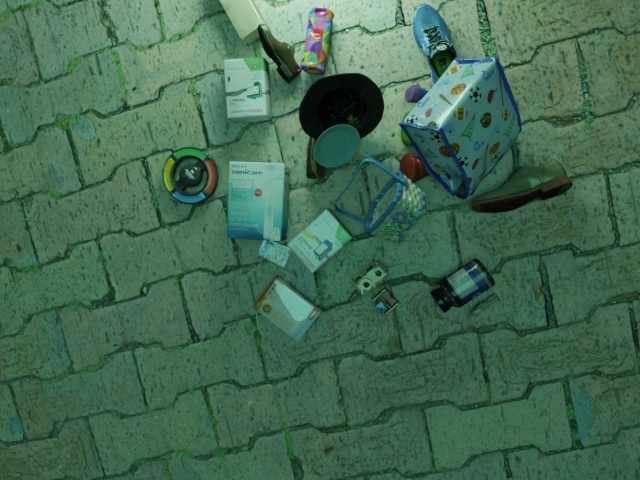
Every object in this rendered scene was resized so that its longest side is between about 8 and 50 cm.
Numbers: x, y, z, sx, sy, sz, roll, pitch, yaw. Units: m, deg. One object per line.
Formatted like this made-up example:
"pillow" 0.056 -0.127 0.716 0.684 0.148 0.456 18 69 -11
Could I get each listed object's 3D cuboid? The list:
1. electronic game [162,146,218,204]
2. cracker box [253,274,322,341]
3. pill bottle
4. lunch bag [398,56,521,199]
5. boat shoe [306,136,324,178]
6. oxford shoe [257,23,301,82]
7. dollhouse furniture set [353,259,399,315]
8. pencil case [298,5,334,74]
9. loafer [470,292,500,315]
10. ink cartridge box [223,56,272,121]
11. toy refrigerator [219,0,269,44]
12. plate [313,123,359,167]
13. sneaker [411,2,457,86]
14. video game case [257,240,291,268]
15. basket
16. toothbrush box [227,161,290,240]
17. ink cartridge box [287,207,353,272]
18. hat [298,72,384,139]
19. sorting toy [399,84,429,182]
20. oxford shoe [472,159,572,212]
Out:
"electronic game" -0.521 -0.259 1.887 0.229 0.048 0.229 1 96 7
"cracker box" -0.131 0.272 1.889 0.232 0.067 0.156 38 99 2
"pill bottle" 0.531 0.175 1.776 0.219 0.123 0.123 -36 91 9
"lunch bag" 0.502 -0.372 1.624 0.328 0.239 0.385 -50 126 -4
"boat shoe" -0.026 -0.340 1.811 0.073 0.073 0.207 5 91 44
"oxford shoe" -0.152 -0.715 1.765 0.096 0.083 0.227 -40 120 -6
"dollhouse furniture set" 0.236 0.188 1.807 0.129 0.129 0.184 -43 89 9
"pencil case" -0.014 -0.739 1.755 0.104 0.104 0.237 12 95 5
"loafer" 0.631 0.247 1.817 0.125 0.045 0.039 -27 75 2
"ink cartridge box" -0.277 -0.573 1.803 0.160 0.092 0.220 -3 95 7
"toy refrigerator" -0.309 -0.893 1.776 0.102 0.094 0.270 -30 91 15
"plate" 0.058 -0.357 1.762 0.188 0.188 0.024 -35 51 9
"sneaker" 0.426 -0.695 1.685 0.129 0.147 0.330 -23 92 8
"video game case" -0.185 0.050 1.900 0.122 0.011 0.087 23 98 4
"basket" 0.225 -0.144 1.711 0.288 0.201 0.255 29 131 -5
"toothbrush box" -0.237 -0.151 1.824 0.216 0.126 0.296 4 93 6
"ink cartridge box" 0.000 0.000 1.833 0.212 0.093 0.154 -41 91 11
"hat" 0.066 -0.504 1.722 0.331 0.331 0.134 -24 54 8
"sorting toy" 0.379 -0.390 1.757 0.126 0.127 0.366 -2 98 -17
"oxford shoe" 0.725 -0.196 1.738 0.348 0.123 0.130 -15 68 9
